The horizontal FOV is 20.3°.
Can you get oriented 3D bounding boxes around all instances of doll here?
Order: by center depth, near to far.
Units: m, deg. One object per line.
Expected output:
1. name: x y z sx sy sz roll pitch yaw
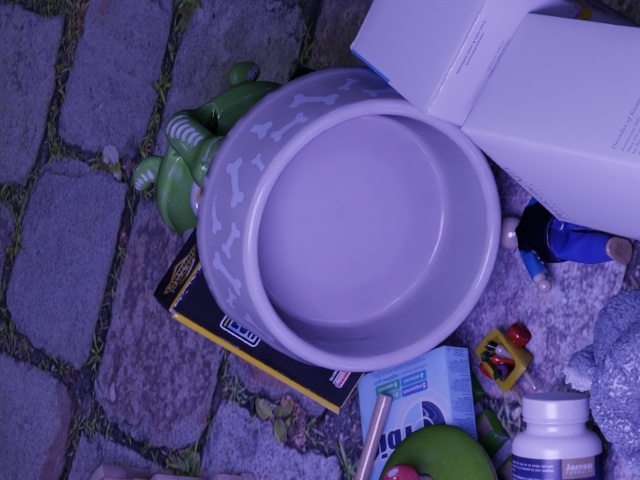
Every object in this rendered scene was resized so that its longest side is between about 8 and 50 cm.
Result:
1. doll: 0.260 -0.005 1.963 0.189 0.046 0.129 4 83 52

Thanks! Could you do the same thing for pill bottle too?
1. pill bottle: 0.246 0.245 1.854 0.094 0.094 0.169 2 95 52

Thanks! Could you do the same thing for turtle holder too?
1. turtle holder: -0.072 -0.080 2.216 0.227 0.243 0.320 44 156 25

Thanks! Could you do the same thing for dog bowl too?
1. dog bowl: 0.044 -0.014 1.969 0.102 0.349 0.349 35 109 63

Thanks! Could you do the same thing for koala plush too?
1. koala plush: 0.332 0.116 1.744 0.196 0.203 0.221 -53 24 16

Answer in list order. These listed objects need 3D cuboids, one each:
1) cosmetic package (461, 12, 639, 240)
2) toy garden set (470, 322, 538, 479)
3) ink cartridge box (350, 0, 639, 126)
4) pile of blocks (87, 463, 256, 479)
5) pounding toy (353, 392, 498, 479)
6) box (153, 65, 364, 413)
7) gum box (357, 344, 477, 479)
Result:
1. cosmetic package: 0.340 -0.095 1.737 0.365 0.197 0.155 15 72 53
2. toy garden set: 0.195 0.231 1.985 0.204 0.049 0.244 -54 44 29
3. ink cartridge box: 0.194 -0.217 1.949 0.171 0.233 0.168 45 114 48
4. pile of blocks: -0.223 0.383 2.432 0.362 0.112 0.149 -6 76 52
5. pounding toy: 0.079 0.279 1.931 0.237 0.110 0.183 26 105 51
6. box: 0.000 0.000 2.053 0.322 0.257 0.079 -57 25 0
7. gum box: 0.112 0.227 2.023 0.157 0.041 0.184 -25 63 47
